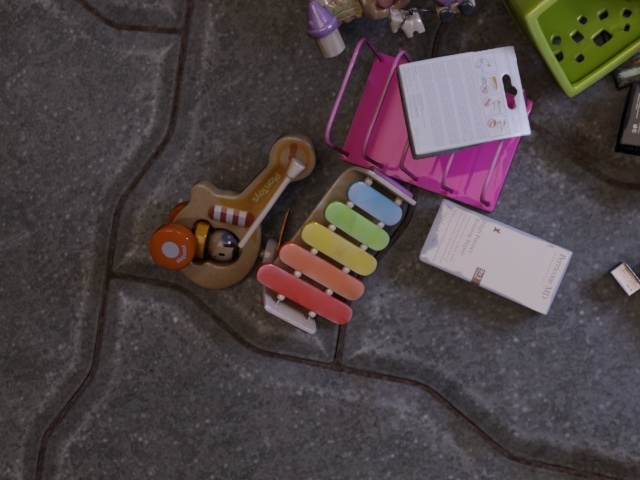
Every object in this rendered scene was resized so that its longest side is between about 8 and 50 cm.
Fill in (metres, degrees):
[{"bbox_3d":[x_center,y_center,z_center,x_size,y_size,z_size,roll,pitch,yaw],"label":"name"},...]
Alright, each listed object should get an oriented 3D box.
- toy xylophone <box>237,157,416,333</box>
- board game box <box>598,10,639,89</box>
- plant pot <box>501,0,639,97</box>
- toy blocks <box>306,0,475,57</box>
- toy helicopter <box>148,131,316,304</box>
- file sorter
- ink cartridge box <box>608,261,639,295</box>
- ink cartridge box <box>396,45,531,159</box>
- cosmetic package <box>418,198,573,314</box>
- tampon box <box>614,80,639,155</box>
[{"bbox_3d":[0.000,0.000,1.402,0.236,0.081,0.323,22,107,-25],"label":"toy xylophone"},{"bbox_3d":[0.564,-0.333,1.323,0.186,0.026,0.126,-15,86,15],"label":"board game box"},{"bbox_3d":[0.396,-0.402,1.259,0.227,0.228,0.207,-36,50,13],"label":"plant pot"},{"bbox_3d":[0.063,-0.489,1.283,0.288,0.309,0.260,-18,127,14],"label":"toy blocks"},{"bbox_3d":[-0.122,-0.042,1.454,0.235,0.140,0.355,40,112,-10],"label":"toy helicopter"},{"bbox_3d":[0.179,-0.194,1.351,0.290,0.182,0.202,21,95,15],"label":"file sorter"},{"bbox_3d":[0.493,0.061,1.308,0.028,0.083,0.048,-38,79,12],"label":"ink cartridge box"},{"bbox_3d":[0.216,-0.211,1.235,0.179,0.045,0.145,-10,84,-2],"label":"ink cartridge box"},{"bbox_3d":[0.296,0.026,1.366,0.231,0.085,0.117,23,96,16],"label":"cosmetic package"},{"bbox_3d":[0.559,-0.180,1.273,0.161,0.120,0.102,12,93,15],"label":"tampon box"}]
